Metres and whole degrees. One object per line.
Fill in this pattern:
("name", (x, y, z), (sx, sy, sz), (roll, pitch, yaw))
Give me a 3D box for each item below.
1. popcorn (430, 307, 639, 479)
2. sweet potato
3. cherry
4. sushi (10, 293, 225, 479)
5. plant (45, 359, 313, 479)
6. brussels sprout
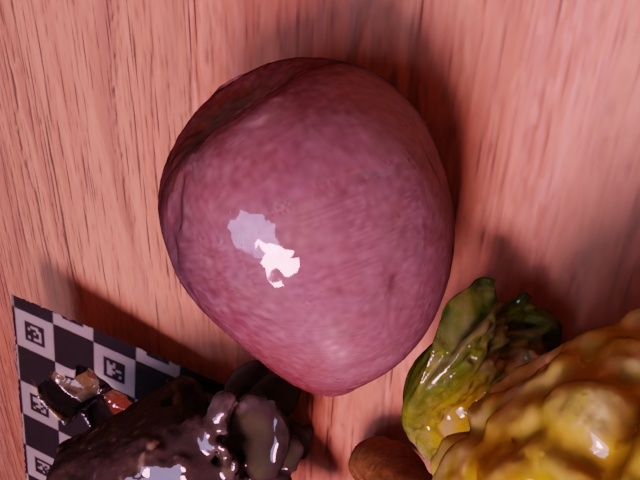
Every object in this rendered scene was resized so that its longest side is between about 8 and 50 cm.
("popcorn", (0.186, 0.156, 0.373), (0.270, 0.224, 0.258), (-5, 154, 4))
("sweet potato", (0.076, 0.218, 0.636), (0.067, 0.059, 0.281), (47, 169, -12))
("cherry", (0.002, -0.011, 0.522), (0.239, 0.206, 0.239), (41, 174, 5))
("sushi", (-0.253, 0.259, 0.971), (0.343, 0.064, 0.359), (19, 121, 17))
("plant", (-0.132, 0.243, 0.752), (0.276, 0.188, 0.199), (-22, 104, 5))
("brussels sprout", (0.126, 0.116, 0.545), (0.181, 0.139, 0.101), (85, 173, -52))
